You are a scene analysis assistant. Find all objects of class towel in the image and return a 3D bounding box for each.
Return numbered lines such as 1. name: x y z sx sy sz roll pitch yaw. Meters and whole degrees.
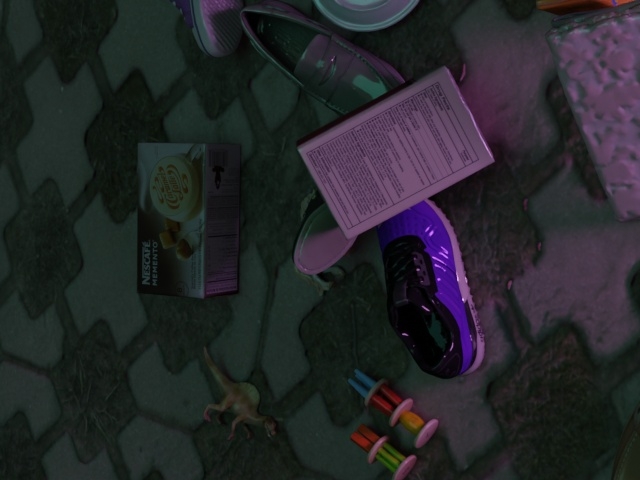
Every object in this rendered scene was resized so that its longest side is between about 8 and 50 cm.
1. towel: 0.472 -0.166 1.449 0.332 0.053 0.317 -8 127 32

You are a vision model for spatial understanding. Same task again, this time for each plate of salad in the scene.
1. plate of salad: 0.072 -0.408 1.778 0.200 0.048 0.199 1 94 21

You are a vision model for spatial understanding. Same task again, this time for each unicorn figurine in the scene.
1. unicorn figurine: 0.000 0.000 1.840 0.111 0.060 0.162 37 108 20

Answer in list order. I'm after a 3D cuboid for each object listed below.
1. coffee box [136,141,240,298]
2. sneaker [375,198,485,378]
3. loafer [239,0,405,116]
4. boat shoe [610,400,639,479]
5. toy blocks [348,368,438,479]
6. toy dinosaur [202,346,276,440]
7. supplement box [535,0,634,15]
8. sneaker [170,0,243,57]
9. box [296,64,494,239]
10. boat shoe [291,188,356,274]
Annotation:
1. coffee box: -0.214 -0.035 1.947 0.141 0.098 0.246 4 95 32
2. sneaker: 0.139 0.060 1.707 0.102 0.146 0.293 -27 80 30
3. loafer: 0.005 -0.256 1.789 0.319 0.111 0.112 36 111 25
4. boat shoe: 0.459 0.226 1.541 0.122 0.110 0.341 30 108 27
5. toy blocks: 0.088 0.274 1.806 0.148 0.054 0.123 38 111 24
6. toy dinosaur: -0.145 0.263 1.962 0.183 0.053 0.092 45 99 13
7. supplement box: 0.344 -0.318 1.504 0.080 0.233 0.078 -3 91 35
8. sneaker: -0.220 -0.402 1.935 0.161 0.102 0.282 -24 70 34
9. box: 0.099 -0.124 1.663 0.232 0.127 0.148 -28 98 3
10. boat shoe: 0.025 -0.051 1.779 0.227 0.081 0.069 -57 26 -7
